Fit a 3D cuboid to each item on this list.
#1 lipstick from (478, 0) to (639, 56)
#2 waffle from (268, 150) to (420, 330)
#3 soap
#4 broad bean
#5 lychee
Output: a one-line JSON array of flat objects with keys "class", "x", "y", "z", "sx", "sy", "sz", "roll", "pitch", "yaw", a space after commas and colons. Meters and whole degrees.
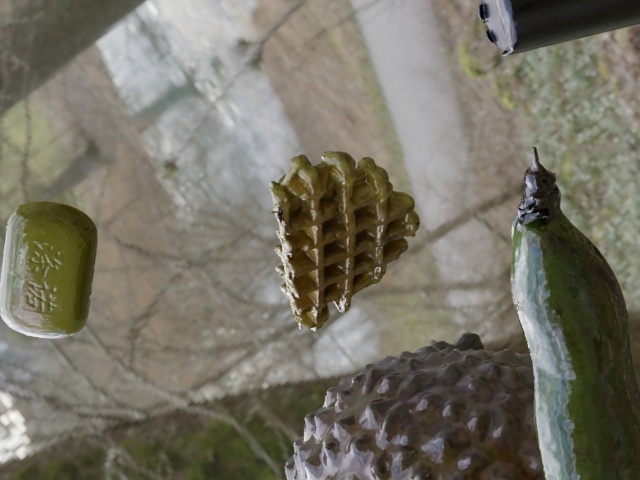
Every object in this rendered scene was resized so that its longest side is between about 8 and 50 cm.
[{"class": "lipstick", "x": 0.324, "y": -0.234, "z": 1.038, "sx": 0.077, "sy": 0.418, "sz": 0.077, "roll": 162, "pitch": 90, "yaw": -75}, {"class": "waffle", "x": 0.000, "y": 0.000, "z": 1.036, "sx": 0.192, "sy": 0.161, "sz": 0.046, "roll": 27, "pitch": -153, "yaw": -53}, {"class": "soap", "x": -0.263, "y": 0.030, "z": 1.221, "sx": 0.045, "sy": 0.089, "sz": 0.140, "roll": -83, "pitch": 3, "yaw": -73}, {"class": "broad bean", "x": 0.180, "y": 0.101, "z": 0.868, "sx": 0.061, "sy": 0.077, "sz": 0.339, "roll": -176, "pitch": 75, "yaw": -77}, {"class": "lychee", "x": 0.153, "y": 0.275, "z": 1.152, "sx": 0.380, "sy": 0.380, "sz": 0.432, "roll": 68, "pitch": -169, "yaw": -56}]
